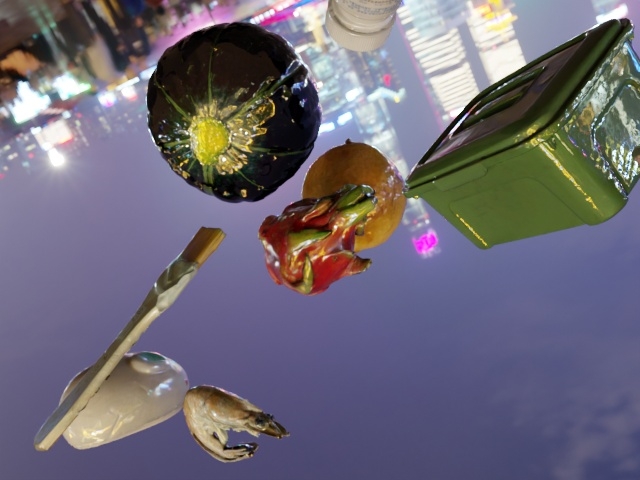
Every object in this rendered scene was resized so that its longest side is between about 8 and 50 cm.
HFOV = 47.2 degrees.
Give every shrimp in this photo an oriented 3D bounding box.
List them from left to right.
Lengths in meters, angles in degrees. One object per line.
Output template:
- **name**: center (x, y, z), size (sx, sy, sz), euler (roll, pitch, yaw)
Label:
- **shrimp**: center (-0.133, 0.288, 1.115), size (0.223, 0.126, 0.047), euler (4, -163, 42)

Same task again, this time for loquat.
- **loquat**: center (0.072, -0.089, 1.542), size (0.238, 0.238, 0.193), euler (-25, 172, 3)

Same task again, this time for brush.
- **brush**: center (-0.235, 0.115, 0.895), size (0.336, 0.020, 0.085), euler (-53, -155, -13)

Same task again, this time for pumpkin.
- **pumpkin**: center (-0.134, -0.228, 1.230), size (0.296, 0.295, 0.296), euler (-23, -163, 8)

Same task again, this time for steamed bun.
- **steamed bun**: center (-0.343, 0.263, 1.271), size (0.228, 0.130, 0.177), euler (-19, -177, -29)

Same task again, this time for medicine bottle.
- **medicine bottle**: center (0.069, -0.356, 1.024), size (0.105, 0.105, 0.168), euler (-33, 165, -22)

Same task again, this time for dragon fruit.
- **dragon fruit**: center (0.006, -0.010, 1.378), size (0.269, 0.198, 0.200), euler (-44, -171, 13)

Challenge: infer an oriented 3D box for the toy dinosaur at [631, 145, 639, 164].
- **toy dinosaur**: center (0.392, -0.042, 0.746), size (0.053, 0.167, 0.242), euler (-42, 172, 20)

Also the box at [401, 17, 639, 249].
- **box**: center (0.293, -0.123, 0.993), size (0.252, 0.178, 0.329), euler (-47, -170, -22)
